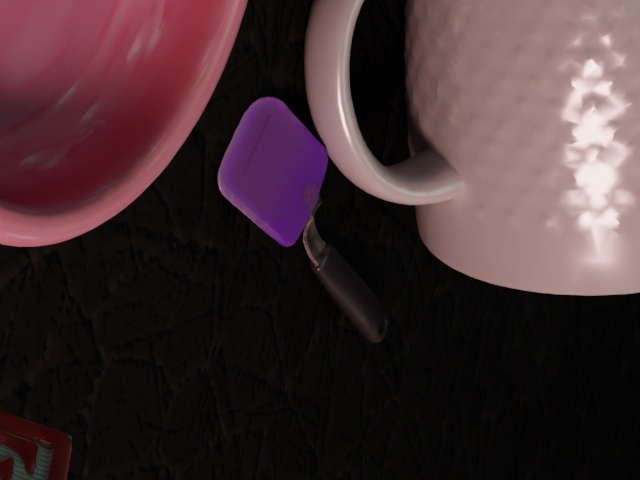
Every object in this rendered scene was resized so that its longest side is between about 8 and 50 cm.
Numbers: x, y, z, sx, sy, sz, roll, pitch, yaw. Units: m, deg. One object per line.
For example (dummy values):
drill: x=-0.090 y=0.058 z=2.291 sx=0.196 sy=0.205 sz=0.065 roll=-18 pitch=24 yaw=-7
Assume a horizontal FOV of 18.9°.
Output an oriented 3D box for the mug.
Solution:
mug: x=0.156 y=-0.152 z=1.388 sx=0.374 sy=0.276 sz=0.328 roll=-18 pitch=118 yaw=-25

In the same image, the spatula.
spatula: x=0.000 y=0.000 z=1.374 sx=0.084 sy=0.030 sz=0.296 roll=-68 pitch=153 yaw=-21

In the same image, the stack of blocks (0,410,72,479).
stack of blocks: x=-0.231 y=0.094 z=0.533 sx=0.087 sy=0.297 sz=0.171 roll=-50 pitch=-154 yaw=42

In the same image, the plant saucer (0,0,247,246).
plant saucer: x=-0.140 y=-0.166 z=0.943 sx=0.332 sy=0.084 sz=0.332 roll=-42 pitch=140 yaw=-50
